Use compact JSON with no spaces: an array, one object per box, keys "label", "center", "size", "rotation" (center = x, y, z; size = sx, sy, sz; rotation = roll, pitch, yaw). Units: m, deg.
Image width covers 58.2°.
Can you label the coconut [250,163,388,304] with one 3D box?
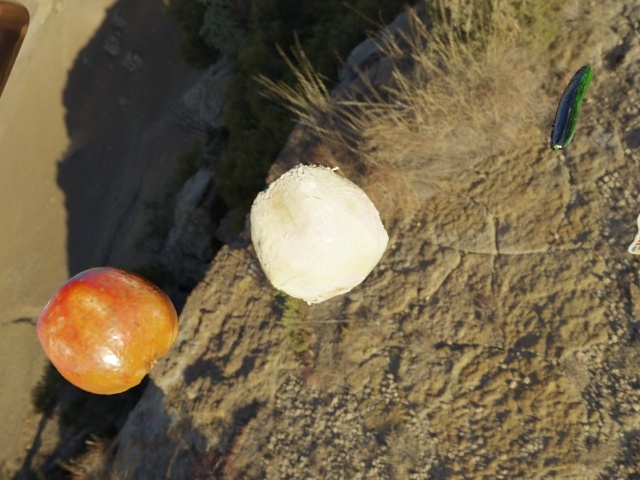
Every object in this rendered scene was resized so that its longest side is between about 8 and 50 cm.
[{"label":"coconut","center":[0.000,0.000,1.277],"size":[0.297,0.297,0.254],"rotation":[-43,56,19]}]

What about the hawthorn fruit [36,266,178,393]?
[{"label":"hawthorn fruit","center":[-0.300,0.124,0.813],"size":[0.189,0.189,0.189],"rotation":[-29,45,33]}]

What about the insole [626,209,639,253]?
[{"label":"insole","center":[0.453,-0.019,0.772],"size":[0.065,0.193,0.006],"rotation":[-4,65,15]}]

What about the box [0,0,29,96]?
[{"label":"box","center":[-0.539,-0.195,0.693],"size":[0.339,0.230,0.239],"rotation":[-62,21,11]}]

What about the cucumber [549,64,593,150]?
[{"label":"cucumber","center":[0.361,-0.193,0.832],"size":[0.036,0.033,0.184],"rotation":[-1,52,46]}]
